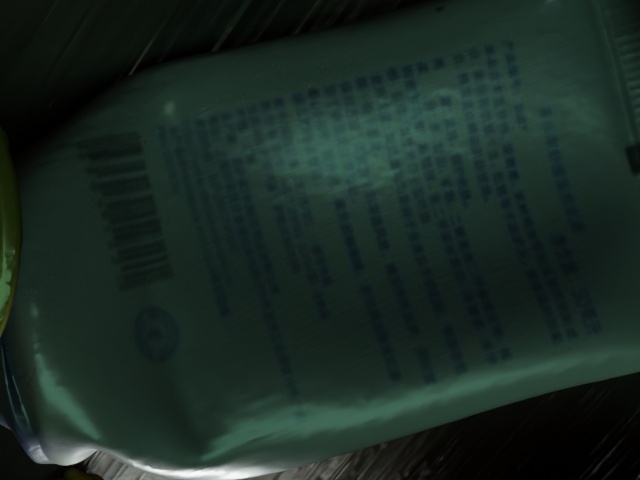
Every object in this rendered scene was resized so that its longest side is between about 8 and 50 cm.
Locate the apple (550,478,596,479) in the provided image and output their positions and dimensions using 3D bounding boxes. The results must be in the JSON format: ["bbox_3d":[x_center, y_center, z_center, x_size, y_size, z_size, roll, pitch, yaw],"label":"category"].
[{"bbox_3d":[0.193,0.346,0.826,0.346,0.391,0.391,7,122,-45],"label":"apple"}]

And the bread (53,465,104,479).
[{"bbox_3d":[-0.170,0.179,0.788,0.088,0.034,0.049,-31,122,3],"label":"bread"}]

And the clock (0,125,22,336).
[{"bbox_3d":[-0.238,-0.010,0.571,0.237,0.057,0.237,1,96,10],"label":"clock"}]

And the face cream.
[{"bbox_3d":[0.000,0.000,0.646,0.420,0.137,0.235,-15,89,-6],"label":"face cream"}]
